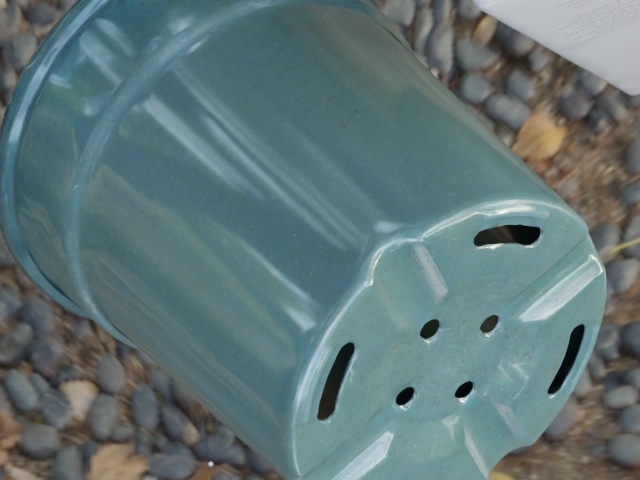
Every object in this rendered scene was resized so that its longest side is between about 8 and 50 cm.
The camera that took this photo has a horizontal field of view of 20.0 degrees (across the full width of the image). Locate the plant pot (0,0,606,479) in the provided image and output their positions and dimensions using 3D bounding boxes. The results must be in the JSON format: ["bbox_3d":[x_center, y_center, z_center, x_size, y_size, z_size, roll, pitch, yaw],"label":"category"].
[{"bbox_3d":[0.000,0.000,1.264,0.341,0.341,0.334,-42,47,-7],"label":"plant pot"}]

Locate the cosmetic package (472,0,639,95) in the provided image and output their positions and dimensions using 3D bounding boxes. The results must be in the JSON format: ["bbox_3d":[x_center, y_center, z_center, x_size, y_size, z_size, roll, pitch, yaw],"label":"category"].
[{"bbox_3d":[0.187,-0.246,1.164,0.161,0.453,0.230,-24,80,18],"label":"cosmetic package"}]
